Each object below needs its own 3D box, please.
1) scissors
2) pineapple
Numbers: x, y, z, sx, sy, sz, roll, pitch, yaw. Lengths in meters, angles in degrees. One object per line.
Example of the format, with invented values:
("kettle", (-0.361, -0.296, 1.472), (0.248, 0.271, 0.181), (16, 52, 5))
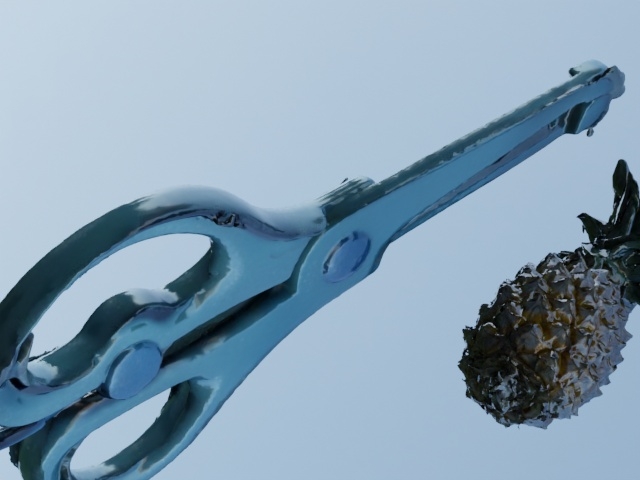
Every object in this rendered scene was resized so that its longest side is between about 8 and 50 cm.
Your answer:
("scissors", (0.000, 0.000, 0.874), (0.032, 0.393, 0.180), (44, -31, 28))
("pineapple", (0.151, 0.033, 1.059), (0.083, 0.221, 0.103), (37, -47, 12))
